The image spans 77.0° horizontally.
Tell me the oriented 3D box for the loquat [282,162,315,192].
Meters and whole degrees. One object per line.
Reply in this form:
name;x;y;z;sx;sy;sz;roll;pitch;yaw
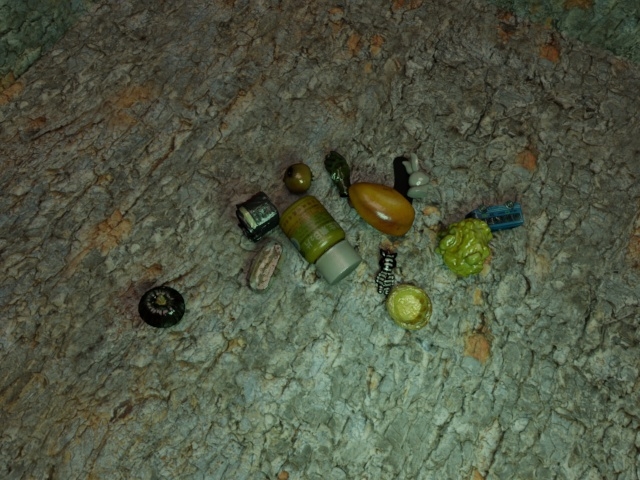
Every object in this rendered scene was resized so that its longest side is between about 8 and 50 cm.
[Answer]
loquat;-0.108;-0.309;1.990;0.163;0.137;0.163;0;51;0

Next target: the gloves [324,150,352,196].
gloves;0.097;-0.342;2.029;0.135;0.107;0.268;-8;65;-37

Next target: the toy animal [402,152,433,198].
toy animal;0.491;-0.325;2.021;0.130;0.104;0.221;4;71;-8

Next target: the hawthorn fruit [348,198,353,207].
hawthorn fruit;0.164;-0.201;1.976;0.066;0.103;0.067;-11;53;14

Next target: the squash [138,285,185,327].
squash;-0.690;0.290;1.754;0.193;0.156;0.194;7;74;-25

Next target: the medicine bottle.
medicine bottle;0.000;0.000;1.836;0.224;0.224;0.384;-36;76;-13

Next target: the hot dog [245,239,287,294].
hot dog;-0.253;0.117;1.867;0.144;0.075;0.268;23;75;12

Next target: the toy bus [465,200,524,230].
toy bus;0.844;-0.107;1.954;0.246;0.113;0.135;-9;77;-6

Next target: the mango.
mango;0.286;-0.159;1.902;0.349;0.199;0.201;30;106;-9

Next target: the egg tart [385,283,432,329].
egg tart;0.398;0.302;1.808;0.212;0.090;0.213;1;68;-2

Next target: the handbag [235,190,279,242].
handbag;-0.297;-0.107;1.849;0.181;0.254;0.181;-38;87;-11

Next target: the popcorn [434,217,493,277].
popcorn;0.653;0.036;1.837;0.234;0.242;0.250;19;58;-11

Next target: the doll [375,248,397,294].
doll;0.307;0.144;1.876;0.090;0.067;0.220;11;76;-1

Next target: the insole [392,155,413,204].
insole;0.414;-0.277;2.059;0.118;0.009;0.349;4;71;-2
